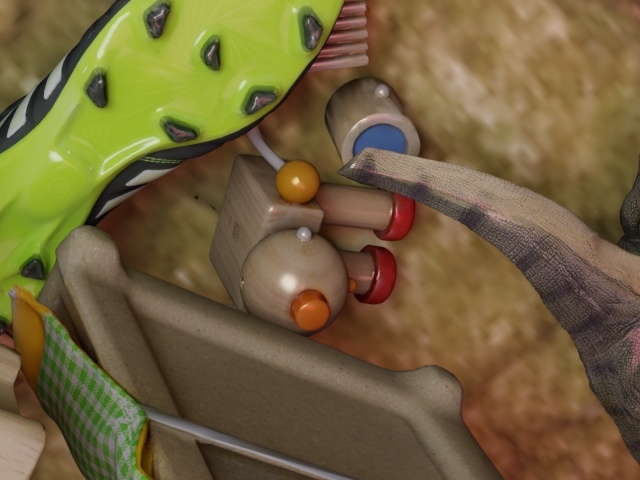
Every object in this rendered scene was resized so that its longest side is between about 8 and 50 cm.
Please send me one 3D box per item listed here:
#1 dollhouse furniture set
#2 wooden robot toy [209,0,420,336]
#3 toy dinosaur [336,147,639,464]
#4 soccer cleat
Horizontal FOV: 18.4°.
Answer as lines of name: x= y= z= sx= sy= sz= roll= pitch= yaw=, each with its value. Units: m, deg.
dollhouse furniture set: x=-0.081 y=0.093 z=0.526 sx=0.302 sy=0.197 sz=0.151 roll=23 pitch=106 yaw=-27
wooden robot toy: x=0.000 y=0.000 z=0.660 sx=0.076 sy=0.079 sz=0.173 roll=8 pitch=115 yaw=-17
toy dinosaur: x=0.126 y=0.017 z=0.697 sx=0.118 sy=0.064 sz=0.268 roll=-47 pitch=126 yaw=-4
soccer cleat: x=-0.068 y=-0.041 z=0.626 sx=0.179 sy=0.072 sz=0.060 roll=-41 pitch=116 yaw=10
